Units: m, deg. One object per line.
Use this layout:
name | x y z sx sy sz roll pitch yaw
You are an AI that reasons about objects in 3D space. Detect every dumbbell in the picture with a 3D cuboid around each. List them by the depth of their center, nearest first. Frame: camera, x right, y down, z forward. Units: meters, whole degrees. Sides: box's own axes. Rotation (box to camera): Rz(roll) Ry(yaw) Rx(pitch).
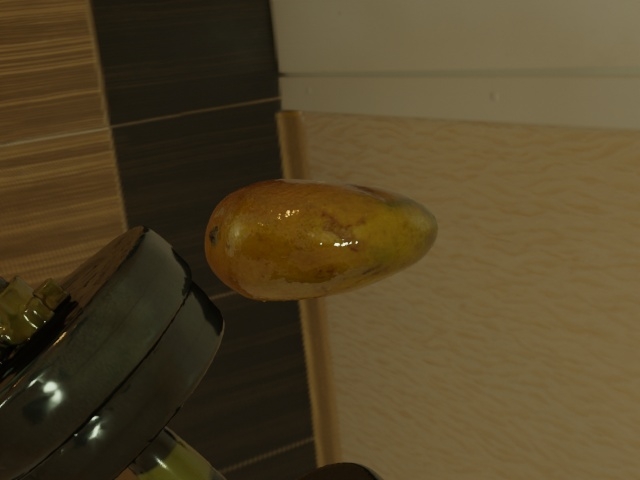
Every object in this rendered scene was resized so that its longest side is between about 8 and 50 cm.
dumbbell | -0.072 0.150 0.555 0.185 0.185 0.388 -47 106 -17

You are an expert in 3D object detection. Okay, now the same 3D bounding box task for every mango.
mango | -0.004 0.000 0.679 0.115 0.165 0.089 0 90 -62
